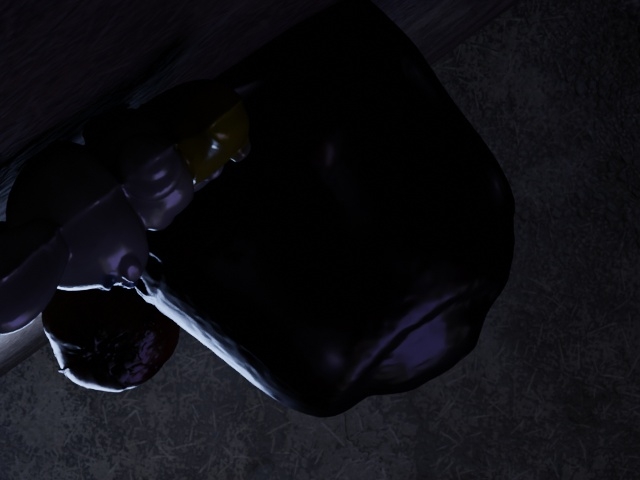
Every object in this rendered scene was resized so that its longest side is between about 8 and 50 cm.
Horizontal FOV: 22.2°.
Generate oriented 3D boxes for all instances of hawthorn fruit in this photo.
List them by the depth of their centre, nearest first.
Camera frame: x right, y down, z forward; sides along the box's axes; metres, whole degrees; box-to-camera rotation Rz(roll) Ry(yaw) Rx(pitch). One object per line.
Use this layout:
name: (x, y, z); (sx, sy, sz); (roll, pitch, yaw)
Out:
hawthorn fruit: (-0.259, 0.081, 2.092); (0.181, 0.181, 0.235); (-36, -155, 26)

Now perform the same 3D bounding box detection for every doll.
doll: (-0.150, -0.020, 1.107); (0.237, 0.111, 0.252); (-35, -171, -13)

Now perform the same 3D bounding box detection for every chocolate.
chocolate: (0.000, 0.000, 1.539); (0.383, 0.331, 0.383); (-35, -178, 1)
